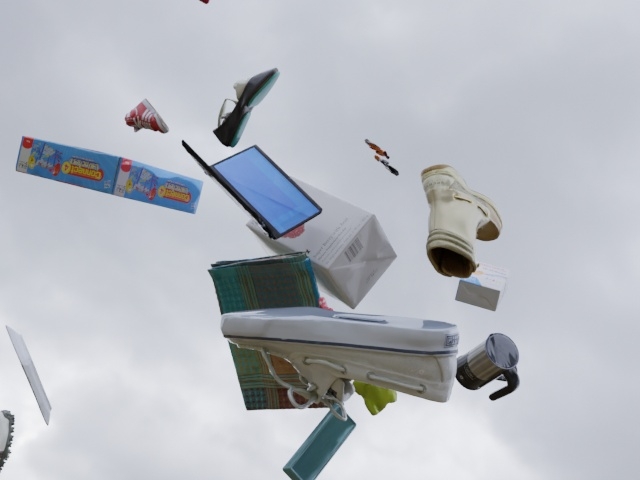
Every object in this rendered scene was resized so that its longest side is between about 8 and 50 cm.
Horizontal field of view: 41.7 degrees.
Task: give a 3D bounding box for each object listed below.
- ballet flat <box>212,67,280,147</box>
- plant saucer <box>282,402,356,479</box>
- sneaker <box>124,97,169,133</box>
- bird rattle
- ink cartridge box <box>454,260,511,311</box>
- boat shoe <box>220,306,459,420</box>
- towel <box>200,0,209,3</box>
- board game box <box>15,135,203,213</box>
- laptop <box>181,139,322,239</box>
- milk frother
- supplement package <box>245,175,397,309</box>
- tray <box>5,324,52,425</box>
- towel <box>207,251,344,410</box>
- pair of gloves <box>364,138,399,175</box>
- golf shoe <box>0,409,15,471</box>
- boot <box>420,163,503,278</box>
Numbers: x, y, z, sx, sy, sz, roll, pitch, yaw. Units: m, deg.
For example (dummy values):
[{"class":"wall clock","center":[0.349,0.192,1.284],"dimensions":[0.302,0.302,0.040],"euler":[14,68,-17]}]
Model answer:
[{"class":"ballet flat","center":[-0.163,-0.288,1.749],"dimensions":[0.074,0.074,0.203],"euler":[31,-67,-10]},{"class":"plant saucer","center":[0.004,0.408,1.667],"dimensions":[0.067,0.192,0.018],"euler":[48,-38,-4]},{"class":"sneaker","center":[-0.359,-0.240,1.726],"dimensions":[0.118,0.067,0.042],"euler":[49,-6,41]},{"class":"bird rattle","center":[0.055,0.206,1.602],"dimensions":[0.254,0.143,0.207],"euler":[32,8,2]},{"class":"ink cartridge box","center":[0.414,0.106,2.117],"dimensions":[0.104,0.181,0.061],"euler":[16,-66,18]},{"class":"boat shoe","center":[0.018,0.182,1.202],"dimensions":[0.367,0.156,0.136],"euler":[3,3,23]},{"class":"towel","center":[-0.281,-0.565,1.493],"dimensions":[0.275,0.198,0.031],"euler":[35,-40,-24]},{"class":"board game box","center":[-0.488,-0.151,1.970],"dimensions":[0.302,0.086,0.308],"euler":[14,0,29]},{"class":"laptop","center":[-0.136,-0.129,1.760],"dimensions":[0.234,0.136,0.264],"euler":[44,-5,16]},{"class":"milk frother","center":[0.388,0.261,1.831],"dimensions":[0.129,0.143,0.134],"euler":[44,-38,3]},{"class":"supplement package","center":[0.000,0.000,2.006],"dimensions":[0.293,0.177,0.175],"euler":[27,-20,40]},{"class":"tray","center":[-0.730,0.340,2.124],"dimensions":[0.145,0.030,0.270],"euler":[49,-27,37]},{"class":"towel","center":[-0.104,0.215,1.929],"dimensions":[0.272,0.040,0.370],"euler":[-8,-80,29]},{"class":"pair of gloves","center":[0.113,-0.154,1.562],"dimensions":[0.074,0.010,0.083],"euler":[42,-5,46]},{"class":"golf shoe","center":[-0.699,0.449,1.645],"dimensions":[0.120,0.272,0.105],"euler":[37,-21,-29]},{"class":"boot","center":[0.287,-0.008,1.673],"dimensions":[0.095,0.203,0.262],"euler":[-19,-37,30]}]
